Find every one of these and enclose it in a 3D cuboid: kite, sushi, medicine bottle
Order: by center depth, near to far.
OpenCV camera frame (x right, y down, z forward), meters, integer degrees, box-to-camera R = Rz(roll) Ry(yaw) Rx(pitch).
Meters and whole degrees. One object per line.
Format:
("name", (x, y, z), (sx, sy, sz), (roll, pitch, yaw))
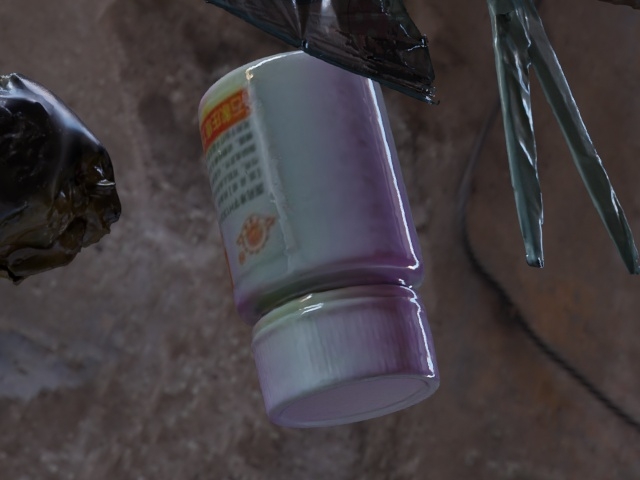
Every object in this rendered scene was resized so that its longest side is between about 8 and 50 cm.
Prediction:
("kite", (0.000, -0.226, 1.043), (0.011, 0.314, 0.335), (-7, -62, 42))
("sushi", (-0.321, -0.048, 1.632), (0.200, 0.213, 0.204), (-20, -75, 47))
("medicine bottle", (0.000, 0.000, 1.846), (0.219, 0.388, 0.219), (-12, -19, -4))

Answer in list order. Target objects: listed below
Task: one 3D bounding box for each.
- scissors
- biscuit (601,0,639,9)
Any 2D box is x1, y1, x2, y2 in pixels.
("scissors", (0.081, -0.103, 0.701), (0.017, 0.247, 0.144), (-26, -18, 38))
("biscuit", (0.191, -0.204, 0.822), (0.106, 0.070, 0.252), (10, -29, -6))
